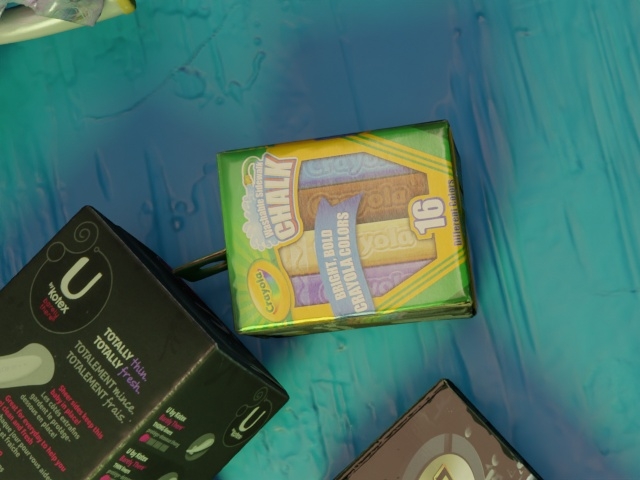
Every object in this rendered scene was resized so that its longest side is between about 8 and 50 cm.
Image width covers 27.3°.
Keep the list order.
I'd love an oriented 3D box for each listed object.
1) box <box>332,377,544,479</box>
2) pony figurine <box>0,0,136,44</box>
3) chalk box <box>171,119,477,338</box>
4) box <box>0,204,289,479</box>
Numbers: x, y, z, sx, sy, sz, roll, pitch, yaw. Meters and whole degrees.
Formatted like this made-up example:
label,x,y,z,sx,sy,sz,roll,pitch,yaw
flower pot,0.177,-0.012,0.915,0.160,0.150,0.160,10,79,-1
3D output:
label,x,y,z,sx,sy,sz,roll,pitch,yaw
box,0.099,0.213,0.946,0.147,0.077,0.180,-43,79,2
pony figurine,-0.331,-0.170,0.985,0.363,0.303,0.351,-24,54,5
chalk box,0.000,0.000,0.958,0.213,0.132,0.132,-6,83,7
box,-0.185,0.139,0.943,0.270,0.143,0.165,-45,61,0
